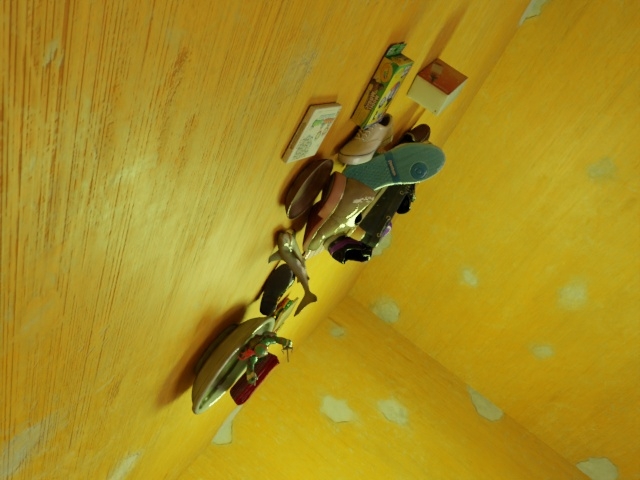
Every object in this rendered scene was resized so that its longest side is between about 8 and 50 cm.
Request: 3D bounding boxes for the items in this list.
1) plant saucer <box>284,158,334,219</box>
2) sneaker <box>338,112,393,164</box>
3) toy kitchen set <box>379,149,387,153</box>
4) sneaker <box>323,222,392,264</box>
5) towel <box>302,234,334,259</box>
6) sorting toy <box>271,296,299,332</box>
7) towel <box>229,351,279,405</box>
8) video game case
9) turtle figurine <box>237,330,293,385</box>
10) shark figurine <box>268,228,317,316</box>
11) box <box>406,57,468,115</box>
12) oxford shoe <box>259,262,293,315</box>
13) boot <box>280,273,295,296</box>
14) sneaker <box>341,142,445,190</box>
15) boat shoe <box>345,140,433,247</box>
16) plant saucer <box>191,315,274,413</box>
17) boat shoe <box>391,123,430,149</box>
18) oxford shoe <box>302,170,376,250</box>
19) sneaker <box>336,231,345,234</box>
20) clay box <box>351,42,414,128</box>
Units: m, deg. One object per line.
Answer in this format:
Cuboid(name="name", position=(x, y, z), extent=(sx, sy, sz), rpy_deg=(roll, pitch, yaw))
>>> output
Cuboid(name="plant saucer", position=(-0.038, -0.144, 1.485), extent=(0.198, 0.036, 0.198), rpy_deg=(-51, 170, -13))
Cuboid(name="sneaker", position=(0.131, -0.302, 1.616), extent=(0.258, 0.094, 0.091), rpy_deg=(-43, 141, -45))
Cuboid(name="toy kitchen set", position=(0.197, -0.275, 1.940), extent=(0.068, 0.083, 0.075), rpy_deg=(-41, 164, -47))
Cuboid(name="sneaker", position=(0.174, 0.017, 2.174), extent=(0.294, 0.146, 0.102), rpy_deg=(-23, 138, -16))
Cuboid(name="towel", position=(0.000, 0.000, 2.148), extent=(0.144, 0.029, 0.197), rpy_deg=(-58, 166, 24))
Cuboid(name="sorting toy", position=(-0.167, 0.313, 2.378), extent=(0.132, 0.046, 0.274), rpy_deg=(-41, 164, -49))
Cuboid(name="towel", position=(-0.229, 0.465, 1.890), extent=(0.199, 0.031, 0.275), rpy_deg=(-48, -175, -15))
Cuboid(name="video game case", position=(-0.018, -0.249, 1.276), extent=(0.143, 0.019, 0.157), rpy_deg=(-58, 169, 26))
Cuboid(name="turtle figurine", position=(-0.175, 0.343, 1.716), extent=(0.175, 0.118, 0.234), rpy_deg=(-35, -177, -7))
Cuboid(name="shark figurine", position=(-0.098, 0.080, 1.705), extent=(0.116, 0.278, 0.166), rpy_deg=(-17, -155, 4))
Cuboid(name="box", position=(0.397, -0.521, 1.876), extent=(0.170, 0.130, 0.091), rpy_deg=(-45, 167, -40))
Cuboid(name="oxford shoe", position=(-0.158, 0.154, 1.903), extent=(0.212, 0.076, 0.076), rpy_deg=(-60, -163, 24))
Cuboid(name="boot", position=(-0.145, 0.167, 2.018), extent=(0.121, 0.045, 0.099), rpy_deg=(-54, 167, 12))
Cuboid(name="sneaker", position=(0.214, -0.242, 1.719), extent=(0.208, 0.319, 0.127), rpy_deg=(-87, 165, -71))
Cuboid(name="boat shoe", position=(0.292, -0.177, 2.127), extent=(0.500, 0.156, 0.187), rpy_deg=(-50, 177, -15))
Cuboid(name="plant saucer", position=(-0.314, 0.392, 1.856), extent=(0.400, 0.101, 0.400), rpy_deg=(-51, 170, -13))
Cuboid(name="boat shoe", position=(0.372, -0.403, 2.266), extent=(0.257, 0.095, 0.095), rpy_deg=(-48, 162, -23))
Cuboid(name="oxford shoe", position=(0.043, -0.055, 1.678), extent=(0.397, 0.147, 0.140), rpy_deg=(126, -22, -62))
Cuboid(name="sneaker", position=(0.113, -0.064, 2.330), extent=(0.152, 0.058, 0.084), rpy_deg=(-56, 163, -22))
Cuboid(name="clay box", position=(0.173, -0.412, 1.477), extent=(0.127, 0.053, 0.222), rpy_deg=(-39, 163, -55))
